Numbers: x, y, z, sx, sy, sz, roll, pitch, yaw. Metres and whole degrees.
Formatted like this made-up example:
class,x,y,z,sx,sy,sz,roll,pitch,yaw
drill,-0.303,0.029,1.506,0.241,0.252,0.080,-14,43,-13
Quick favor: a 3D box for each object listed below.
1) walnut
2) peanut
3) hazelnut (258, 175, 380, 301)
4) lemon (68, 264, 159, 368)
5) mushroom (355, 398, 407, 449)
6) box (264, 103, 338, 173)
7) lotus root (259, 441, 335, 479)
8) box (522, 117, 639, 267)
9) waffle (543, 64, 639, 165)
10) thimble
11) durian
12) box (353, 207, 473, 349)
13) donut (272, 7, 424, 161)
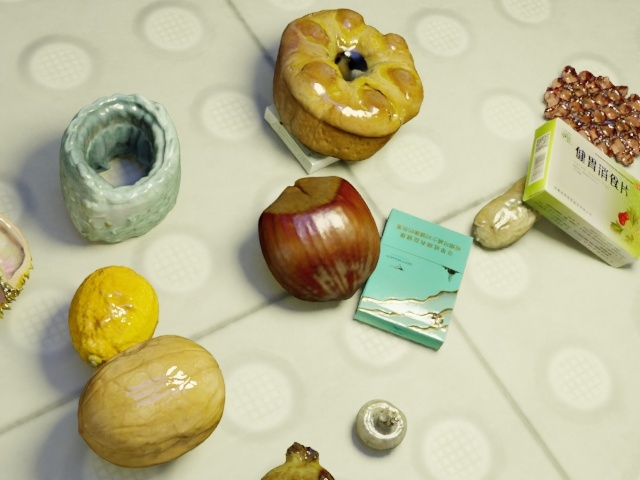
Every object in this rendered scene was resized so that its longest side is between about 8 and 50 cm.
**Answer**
class,x,y,z,sx,sy,sz,roll,pitch,yaw
walnut,-0.249,0.241,1.359,0.226,0.193,0.193,-22,66,-31
peanut,0.373,-0.058,1.722,0.214,0.099,0.099,-33,71,-32
hazelnut,-0.001,0.000,1.574,0.212,0.180,0.181,-26,38,-23
lemon,-0.327,0.123,1.441,0.142,0.142,0.187,14,47,-3
mushroom,0.100,0.291,1.465,0.085,0.079,0.085,4,63,-8
box,-0.030,-0.206,1.750,0.084,0.040,0.154,-29,70,-25
lotus root,-0.040,0.419,1.337,0.145,0.128,0.260,6,58,3
box,0.500,-0.087,1.715,0.260,0.062,0.175,32,55,-22
waffle,0.571,-0.263,1.897,0.234,0.055,0.221,22,57,-4
thimble,-0.341,-0.123,1.565,0.205,0.172,0.250,20,57,-1
durian,-0.545,0.024,1.466,0.182,0.132,0.165,31,70,-5
box,0.168,0.065,1.632,0.162,0.041,0.229,20,58,1
donut,0.044,-0.300,1.726,0.299,0.150,0.317,41,47,7
